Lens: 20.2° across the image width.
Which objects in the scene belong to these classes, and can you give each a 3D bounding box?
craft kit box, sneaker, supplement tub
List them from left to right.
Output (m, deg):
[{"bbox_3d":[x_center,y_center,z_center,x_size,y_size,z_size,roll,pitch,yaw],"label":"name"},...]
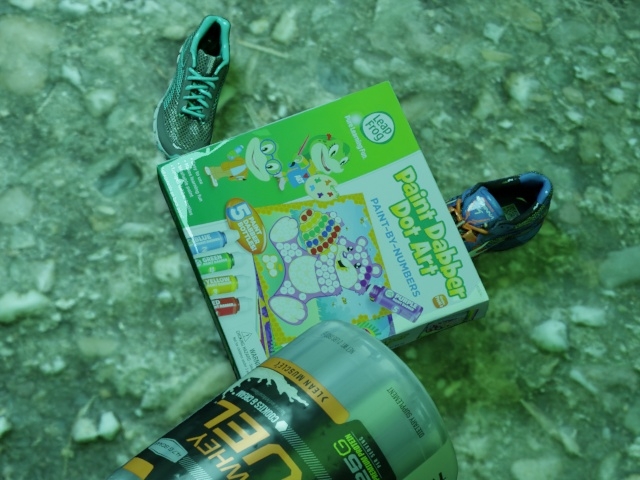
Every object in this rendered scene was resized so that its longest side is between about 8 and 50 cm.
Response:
[{"bbox_3d":[-0.123,-0.155,1.778,0.065,0.076,0.166,14,60,-10],"label":"sneaker"},{"bbox_3d":[-0.054,0.226,1.522,0.316,0.193,0.193,-36,79,-22],"label":"supplement tub"},{"bbox_3d":[0.000,0.000,1.713,0.246,0.061,0.250,-20,71,-11],"label":"craft kit box"},{"bbox_3d":[0.143,-0.018,1.788,0.221,0.087,0.083,-28,74,-28],"label":"sneaker"}]
